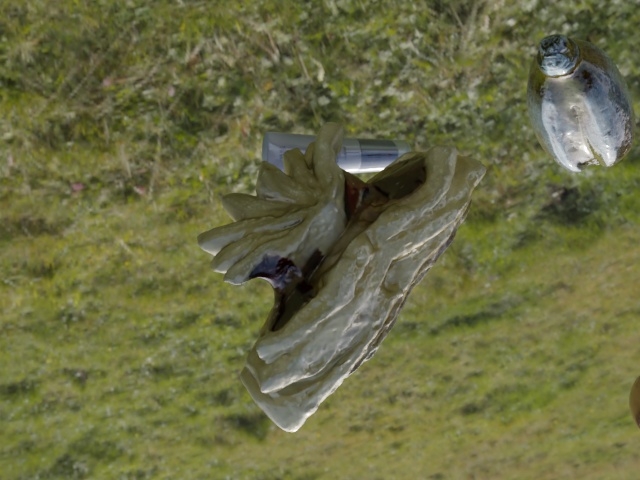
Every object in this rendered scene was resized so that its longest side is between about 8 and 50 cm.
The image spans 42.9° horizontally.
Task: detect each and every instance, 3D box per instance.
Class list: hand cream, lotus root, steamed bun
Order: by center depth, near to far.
[{"bbox_3d":[0.000,0.000,1.058,0.428,0.247,0.189,-49,129,-12],"label":"steamed bun"},{"bbox_3d":[0.409,-0.235,1.306,0.158,0.140,0.322,-4,146,30],"label":"lotus root"},{"bbox_3d":[0.027,-0.144,1.378,0.255,0.080,0.048,-2,176,-14],"label":"hand cream"}]

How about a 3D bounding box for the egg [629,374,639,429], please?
[{"bbox_3d":[0.324,0.151,0.759,0.071,0.071,0.083,-26,147,12],"label":"egg"}]
